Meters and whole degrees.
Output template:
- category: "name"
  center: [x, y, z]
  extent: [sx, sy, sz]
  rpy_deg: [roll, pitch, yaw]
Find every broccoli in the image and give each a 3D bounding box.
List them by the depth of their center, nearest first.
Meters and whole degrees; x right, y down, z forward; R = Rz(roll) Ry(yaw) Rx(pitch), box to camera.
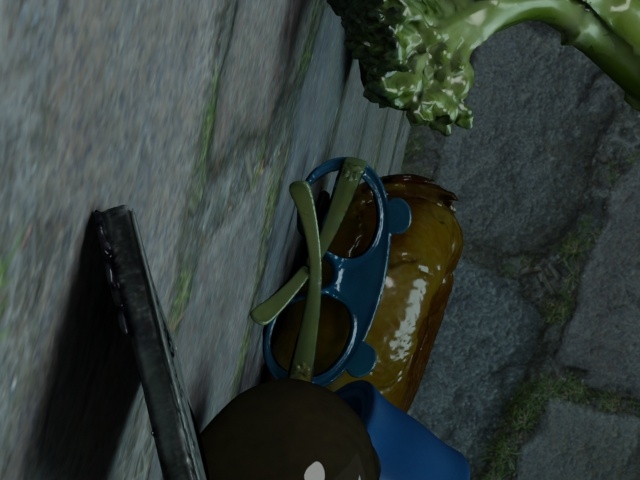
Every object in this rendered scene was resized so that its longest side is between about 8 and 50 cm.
- category: "broccoli"
  center: [0.197, -0.274, 1.321]
  extent: [0.275, 0.397, 0.353]
  rpy_deg: [-136, -128, -67]

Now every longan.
- category: "longan"
  center: [-0.031, 0.203, 1.214]
  extent: [0.189, 0.189, 0.189]
  rpy_deg: [14, 90, -85]

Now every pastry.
- category: "pastry"
  center: [0.049, 0.095, 1.739]
  extent: [0.356, 0.164, 0.356]
  rpy_deg: [22, 90, -85]

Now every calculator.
- category: "calculator"
  center: [-0.078, 0.094, 0.832]
  extent: [0.261, 0.021, 0.161]
  rpy_deg: [89, -15, -72]

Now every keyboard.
- category: "keyboard"
  center: [0.000, 0.000, 1.858]
  extent: [0.204, 0.013, 0.061]
  rpy_deg: [88, 17, -74]

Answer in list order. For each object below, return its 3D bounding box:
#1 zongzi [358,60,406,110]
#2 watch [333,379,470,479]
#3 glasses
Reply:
- category: "zongzi"
  center: [0.076, -0.207, 1.640]
  extent: [0.242, 0.112, 0.221]
  rpy_deg: [-57, 162, -52]
- category: "watch"
  center: [0.003, 0.300, 1.518]
  extent: [0.305, 0.241, 0.274]
  rpy_deg: [-42, -164, 35]
- category: "glasses"
  center: [-0.017, 0.016, 1.493]
  extent: [0.207, 0.102, 0.239]
  rpy_deg: [32, 71, -55]
